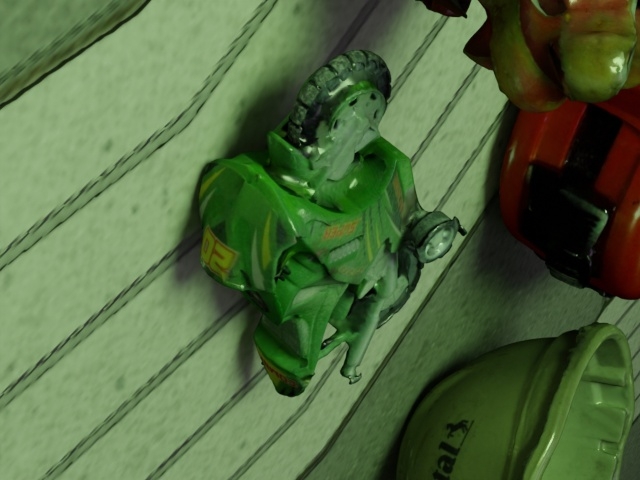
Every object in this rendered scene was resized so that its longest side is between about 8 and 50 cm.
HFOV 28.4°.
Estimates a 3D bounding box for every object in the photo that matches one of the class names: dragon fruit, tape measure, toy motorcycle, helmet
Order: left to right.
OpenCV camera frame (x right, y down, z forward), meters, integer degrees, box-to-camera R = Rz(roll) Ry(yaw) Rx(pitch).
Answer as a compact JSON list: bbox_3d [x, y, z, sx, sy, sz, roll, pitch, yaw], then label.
[{"bbox_3d":[0.000,0.000,0.551,0.106,0.074,0.190,-41,151,-15],"label":"toy motorcycle"},{"bbox_3d":[0.120,0.176,0.853,0.204,0.137,0.257,10,86,-61],"label":"helmet"},{"bbox_3d":[0.078,-0.133,0.478,0.150,0.207,0.133,-22,146,21],"label":"dragon fruit"},{"bbox_3d":[0.207,-0.086,0.777,0.253,0.114,0.260,-28,144,-47],"label":"tape measure"}]
